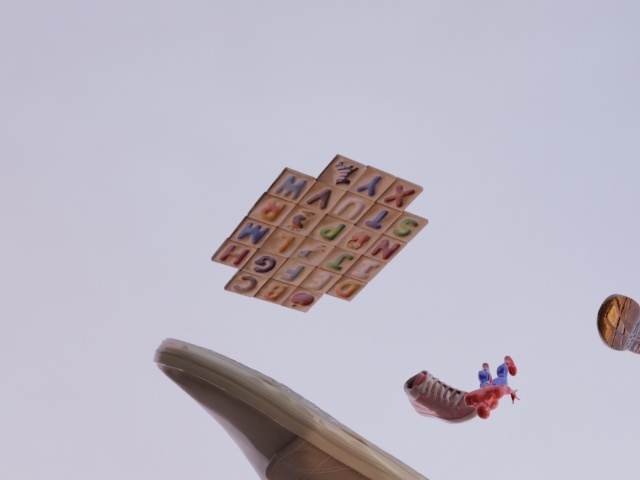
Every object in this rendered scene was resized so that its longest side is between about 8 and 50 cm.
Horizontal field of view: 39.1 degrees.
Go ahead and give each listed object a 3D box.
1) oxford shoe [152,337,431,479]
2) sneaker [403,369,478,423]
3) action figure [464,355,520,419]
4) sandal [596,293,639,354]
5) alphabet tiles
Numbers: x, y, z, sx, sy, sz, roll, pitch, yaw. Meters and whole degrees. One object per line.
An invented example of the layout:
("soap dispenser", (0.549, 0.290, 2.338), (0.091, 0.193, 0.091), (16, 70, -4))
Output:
("oxford shoe", (0.009, 0.250, 0.915), (0.449, 0.169, 0.130), (35, -97, -1))
("sneaker", (0.178, 0.232, 1.349), (0.134, 0.051, 0.070), (-6, -55, 51))
("action figure", (0.144, 0.126, 0.754), (0.038, 0.115, 0.030), (-16, -89, 20))
("sandal", (0.411, 0.115, 1.239), (0.049, 0.180, 0.072), (28, -87, 39))
("alphabet tiles", (0.000, 0.000, 1.480), (0.342, 0.285, 0.011), (-48, -141, 34))
